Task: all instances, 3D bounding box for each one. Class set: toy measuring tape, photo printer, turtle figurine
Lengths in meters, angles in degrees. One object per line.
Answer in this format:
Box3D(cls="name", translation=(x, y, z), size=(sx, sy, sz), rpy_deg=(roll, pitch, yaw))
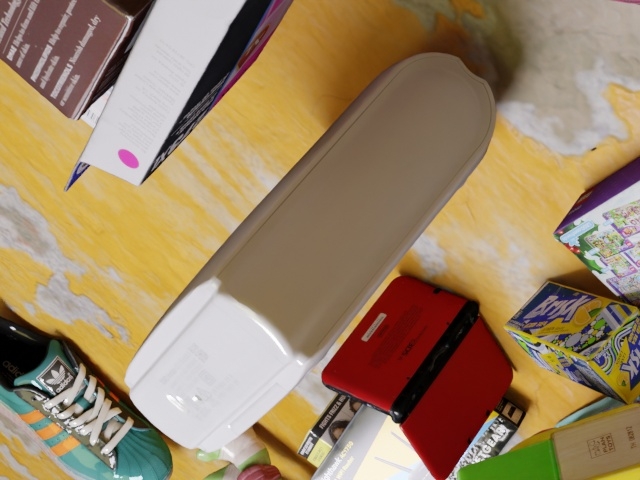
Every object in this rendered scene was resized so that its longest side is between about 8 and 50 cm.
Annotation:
Box3D(cls="toy measuring tape", translation=(0.244, 0.180, 1.159), size=(0.330, 0.121, 0.121), rpy_deg=(-20, 121, 15))
Box3D(cls="photo printer", translation=(0.000, 0.000, 1.188), size=(0.107, 0.307, 0.256), rpy_deg=(41, 149, -1))
Box3D(cls="turtle figurine", translation=(-0.067, 0.354, 1.732), size=(0.266, 0.274, 0.198), rpy_deg=(49, -173, 31))

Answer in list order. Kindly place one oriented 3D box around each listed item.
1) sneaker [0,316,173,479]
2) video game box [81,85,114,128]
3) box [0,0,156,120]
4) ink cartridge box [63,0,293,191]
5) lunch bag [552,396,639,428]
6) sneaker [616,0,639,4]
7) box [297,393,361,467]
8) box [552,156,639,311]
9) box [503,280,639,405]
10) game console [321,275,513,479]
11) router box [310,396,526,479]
Box3D(cls="sneaker", translation=(-0.310, 0.199, 1.899), size=(0.302, 0.108, 0.121), rpy_deg=(31, 150, 14))
Box3D(cls="video game box", translation=(-0.226, -0.200, 1.406), size=(0.205, 0.048, 0.187), rpy_deg=(39, 148, 0))
Box3D(cls="box", translation=(-0.197, -0.241, 1.220), size=(0.203, 0.168, 0.167), rpy_deg=(41, 147, -2))
Box3D(cls="ink cartridge box", translation=(-0.087, -0.158, 1.205), size=(0.069, 0.175, 0.371), rpy_deg=(40, 147, -3))
Box3D(cls="lunch bag", translation=(0.298, 0.237, 1.321), size=(0.223, 0.160, 0.262), rpy_deg=(39, 152, 2))
Box3D(cls="sneaker", translation=(0.102, -0.227, 1.009), size=(0.299, 0.120, 0.112), rpy_deg=(32, 177, 25))
Box3D(cls="box", translation=(0.097, 0.242, 1.582), size=(0.232, 0.087, 0.058), rpy_deg=(36, 146, 6))
Box3D(cls="box", translation=(0.325, -0.003, 1.100), size=(0.201, 0.057, 0.293), rpy_deg=(44, 146, -6))
Box3D(cls="box", translation=(0.211, 0.079, 1.244), size=(0.054, 0.059, 0.169), rpy_deg=(47, 173, -15))
Box3D(cls="game console", translation=(0.088, 0.121, 1.394), size=(0.124, 0.144, 0.085), rpy_deg=(21, 141, 25))
Box3D(cls="router box", translation=(0.091, 0.199, 1.494), size=(0.133, 0.046, 0.179), rpy_deg=(35, 113, 7))
